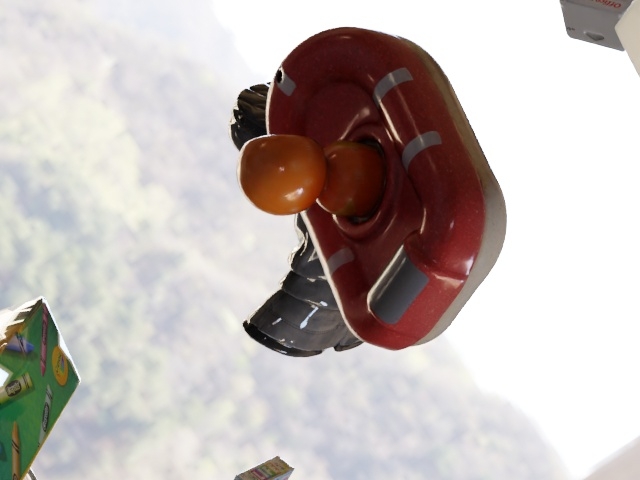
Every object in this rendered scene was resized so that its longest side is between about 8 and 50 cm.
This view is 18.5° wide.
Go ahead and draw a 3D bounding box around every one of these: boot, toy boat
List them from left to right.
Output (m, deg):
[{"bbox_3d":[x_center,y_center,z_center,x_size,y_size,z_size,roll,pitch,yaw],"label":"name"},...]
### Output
[{"bbox_3d":[0.000,0.000,1.629,0.118,0.222,0.338,41,16,31],"label":"boot"},{"bbox_3d":[0.013,-0.043,1.303,0.151,0.151,0.231,8,42,-32],"label":"toy boat"}]

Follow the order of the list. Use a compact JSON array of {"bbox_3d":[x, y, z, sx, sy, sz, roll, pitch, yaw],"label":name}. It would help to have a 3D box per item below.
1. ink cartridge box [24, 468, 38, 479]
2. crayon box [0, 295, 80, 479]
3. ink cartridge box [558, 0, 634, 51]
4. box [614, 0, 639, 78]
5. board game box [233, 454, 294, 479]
[{"bbox_3d":[-0.283,0.389,1.870,0.207,0.119,0.353,49,-28,48],"label":"ink cartridge box"},{"bbox_3d":[-0.288,0.139,1.430,0.278,0.165,0.081,-75,144,-75],"label":"crayon box"},{"bbox_3d":[0.327,-0.261,2.101,0.088,0.122,0.052,20,-38,43],"label":"ink cartridge box"},{"bbox_3d":[0.363,-0.216,1.835,0.094,0.113,0.275,63,-7,6],"label":"box"},{"bbox_3d":[-0.096,0.313,2.158,0.026,0.154,0.103,36,19,17],"label":"board game box"}]
